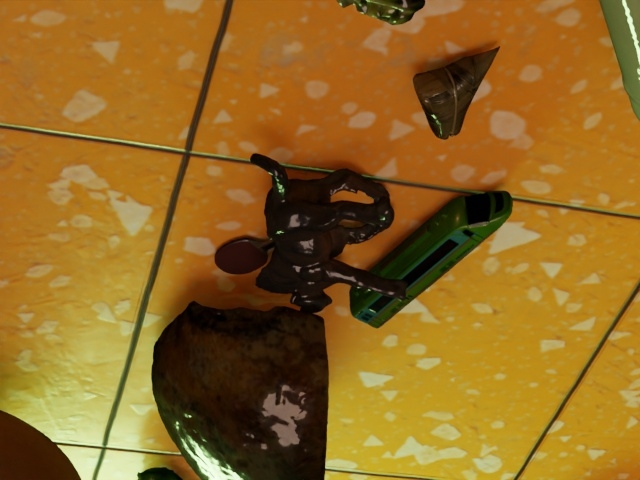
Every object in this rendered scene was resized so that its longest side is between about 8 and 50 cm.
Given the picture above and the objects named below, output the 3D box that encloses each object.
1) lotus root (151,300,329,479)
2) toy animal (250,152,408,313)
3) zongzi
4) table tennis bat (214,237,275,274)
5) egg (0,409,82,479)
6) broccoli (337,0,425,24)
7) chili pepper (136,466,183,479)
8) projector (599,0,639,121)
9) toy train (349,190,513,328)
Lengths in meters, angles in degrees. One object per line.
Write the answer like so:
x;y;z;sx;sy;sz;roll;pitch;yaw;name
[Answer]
-0.079;0.199;1.676;0.210;0.142;0.314;-1;145;9;lotus root
0.000;0.000;1.514;0.148;0.084;0.233;-11;145;3;toy animal
0.129;-0.133;1.420;0.083;0.040;0.076;-28;144;1;zongzi
-0.067;0.011;1.585;0.083;0.007;0.050;-25;136;23;table tennis bat
-0.429;0.319;1.690;0.374;0.301;0.301;-21;137;14;egg
-0.051;-0.250;1.211;0.304;0.146;0.165;-1;151;13;broccoli
-0.179;0.336;1.915;0.108;0.062;0.216;-11;137;8;chili pepper
0.264;-0.227;1.262;0.108;0.108;0.337;-16;138;13;projector
0.104;0.011;1.571;0.042;0.044;0.209;25;131;-28;toy train
